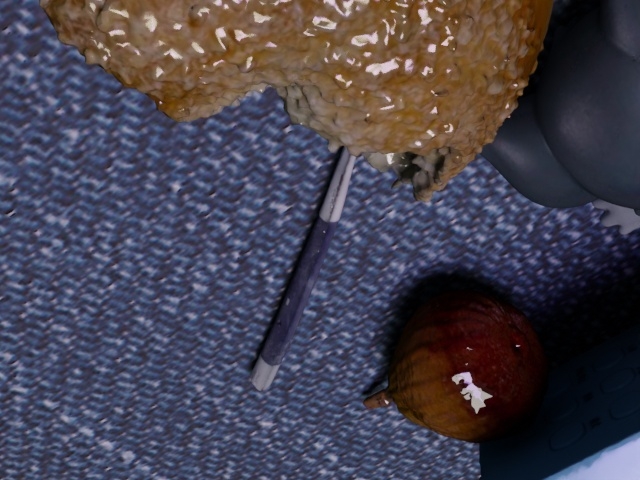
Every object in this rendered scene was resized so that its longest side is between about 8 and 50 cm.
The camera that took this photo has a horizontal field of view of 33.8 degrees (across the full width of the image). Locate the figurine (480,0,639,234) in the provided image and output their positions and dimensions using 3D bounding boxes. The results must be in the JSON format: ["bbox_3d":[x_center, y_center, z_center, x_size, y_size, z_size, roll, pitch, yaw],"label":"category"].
[{"bbox_3d":[0.222,-0.030,0.637,0.140,0.265,0.193,-15,164,-34],"label":"figurine"}]

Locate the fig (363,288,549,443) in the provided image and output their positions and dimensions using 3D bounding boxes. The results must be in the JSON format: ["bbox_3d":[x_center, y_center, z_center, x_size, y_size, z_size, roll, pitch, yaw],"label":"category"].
[{"bbox_3d":[0.105,0.094,0.797,0.119,0.119,0.153,4,172,-19],"label":"fig"}]

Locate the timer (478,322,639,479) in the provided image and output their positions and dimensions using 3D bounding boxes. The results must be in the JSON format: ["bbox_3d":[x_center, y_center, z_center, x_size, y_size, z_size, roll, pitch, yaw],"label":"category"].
[{"bbox_3d":[0.238,0.112,0.764,0.250,0.232,0.091,-42,90,11],"label":"timer"}]

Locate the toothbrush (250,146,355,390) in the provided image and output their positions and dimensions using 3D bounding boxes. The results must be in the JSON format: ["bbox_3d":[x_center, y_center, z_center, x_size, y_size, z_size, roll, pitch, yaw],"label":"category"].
[{"bbox_3d":[0.000,0.000,0.722,0.026,0.024,0.288,-3,131,-32],"label":"toothbrush"}]

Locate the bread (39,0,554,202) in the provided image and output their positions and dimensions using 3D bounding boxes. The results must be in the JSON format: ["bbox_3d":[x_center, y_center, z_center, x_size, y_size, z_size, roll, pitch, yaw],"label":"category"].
[{"bbox_3d":[0.014,-0.140,0.493,0.192,0.171,0.314,-33,134,30],"label":"bread"}]
